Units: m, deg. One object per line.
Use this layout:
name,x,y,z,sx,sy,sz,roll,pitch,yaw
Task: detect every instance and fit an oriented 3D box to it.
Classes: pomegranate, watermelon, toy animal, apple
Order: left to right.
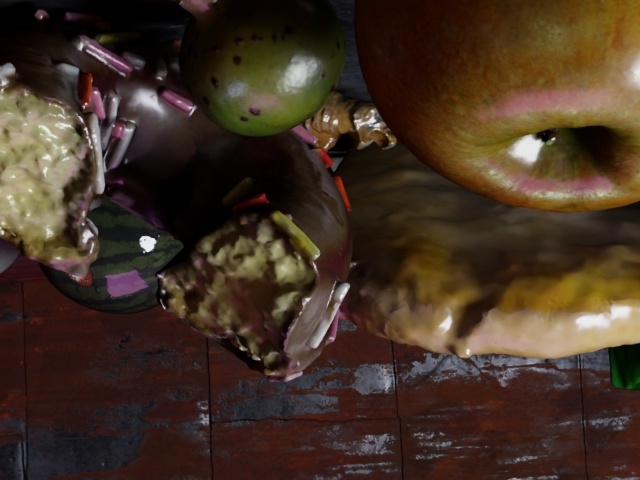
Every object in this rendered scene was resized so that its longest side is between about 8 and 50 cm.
watermelon,-0.241,-0.012,1.384,0.212,0.212,0.212,-3,174,0
pomegranate,-0.043,-0.139,0.809,0.130,0.130,0.130,-3,174,0
toy animal,-0.040,-0.109,1.207,0.116,0.114,0.255,-42,-164,-24
apple,0.137,-0.131,0.660,0.237,0.207,0.237,1,155,0

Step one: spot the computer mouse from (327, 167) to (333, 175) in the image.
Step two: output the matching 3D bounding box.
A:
computer mouse,0.000,0.000,1.342,0.086,0.270,0.137,-31,-177,-16

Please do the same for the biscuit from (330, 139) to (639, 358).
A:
biscuit,0.189,-0.004,1.110,0.429,0.104,0.446,6,-154,16

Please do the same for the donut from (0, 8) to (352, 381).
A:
donut,-0.116,-0.055,0.878,0.345,0.136,0.259,33,-151,-7

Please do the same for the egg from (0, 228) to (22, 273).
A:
egg,-0.495,-0.008,1.531,0.192,0.149,0.149,-4,175,-25

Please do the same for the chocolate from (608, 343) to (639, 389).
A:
chocolate,0.568,0.021,1.538,0.360,0.341,0.161,-2,163,-4

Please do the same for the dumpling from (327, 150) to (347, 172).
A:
dumpling,0.126,-0.017,1.472,0.341,0.181,0.260,-3,151,-7
